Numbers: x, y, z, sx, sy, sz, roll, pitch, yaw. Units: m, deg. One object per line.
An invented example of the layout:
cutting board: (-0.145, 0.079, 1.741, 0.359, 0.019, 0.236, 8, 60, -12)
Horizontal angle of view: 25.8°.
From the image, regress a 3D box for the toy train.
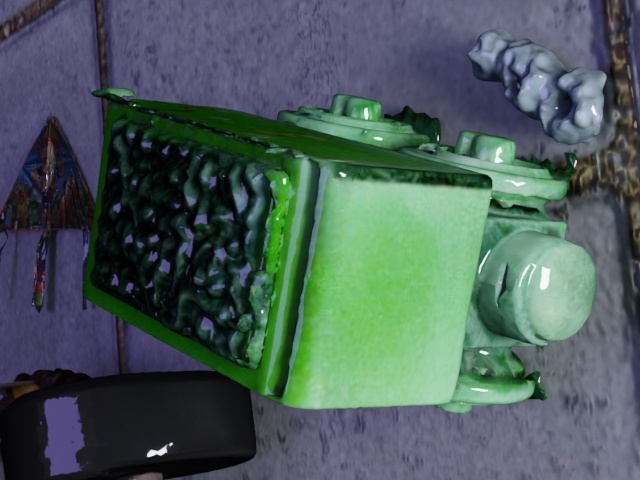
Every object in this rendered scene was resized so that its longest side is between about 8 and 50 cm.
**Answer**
toy train: (0.000, 0.000, 0.654, 0.243, 0.188, 0.133, 21, 104, 52)

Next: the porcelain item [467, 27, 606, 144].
porcelain item: (0.103, -0.071, 0.647, 0.083, 0.028, 0.036, 41, 119, 46)

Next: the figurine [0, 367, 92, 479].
figurine: (-0.209, 0.176, 1.004, 0.240, 0.115, 0.175, -51, 48, 49)

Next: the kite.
kite: (-0.217, -0.022, 1.109, 0.183, 0.010, 0.160, 1, 87, 51)

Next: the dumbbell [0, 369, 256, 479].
dumbbell: (-0.104, 0.195, 0.824, 0.152, 0.152, 0.218, -25, 69, 51)
